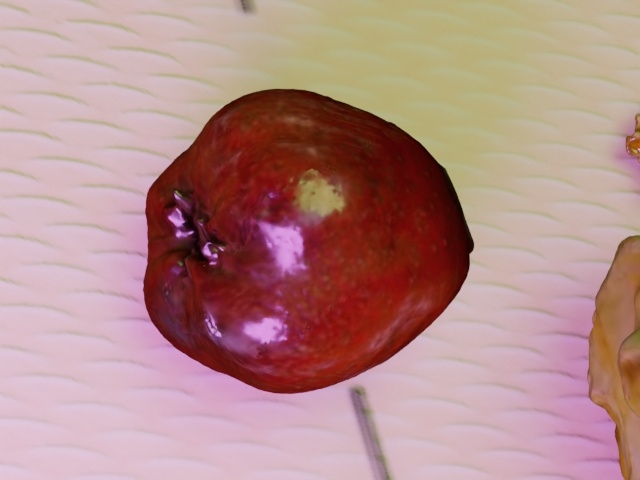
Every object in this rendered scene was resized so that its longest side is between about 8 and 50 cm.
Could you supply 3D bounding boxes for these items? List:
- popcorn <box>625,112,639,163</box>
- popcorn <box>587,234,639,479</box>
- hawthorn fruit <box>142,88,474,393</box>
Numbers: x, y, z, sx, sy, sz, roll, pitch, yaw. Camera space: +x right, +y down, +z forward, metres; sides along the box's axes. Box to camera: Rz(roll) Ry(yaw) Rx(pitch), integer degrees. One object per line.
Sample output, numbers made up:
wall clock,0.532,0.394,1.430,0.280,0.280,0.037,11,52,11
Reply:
popcorn,0.255,-0.066,1.187,0.083,0.057,0.082,6,69,-16
popcorn,0.263,0.091,1.047,0.195,0.255,0.256,10,96,-1
hawthorn fruit,0.000,0.000,1.009,0.202,0.185,0.185,-3,73,-37
